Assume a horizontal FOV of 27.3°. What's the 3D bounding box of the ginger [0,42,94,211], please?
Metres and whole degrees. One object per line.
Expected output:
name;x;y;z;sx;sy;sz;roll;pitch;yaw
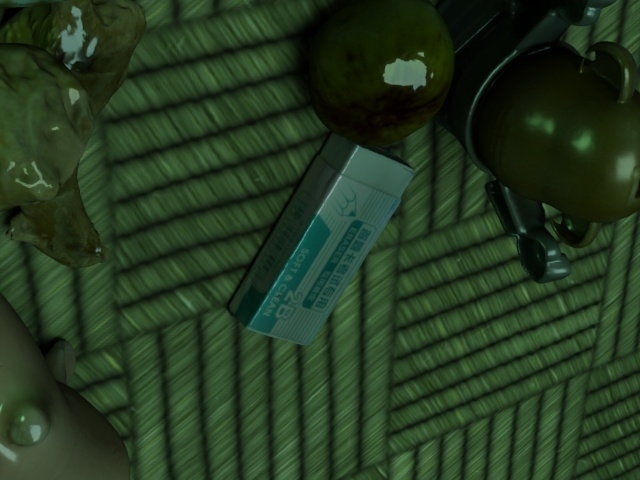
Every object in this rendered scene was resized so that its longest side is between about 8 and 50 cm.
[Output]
ginger;-0.331;-0.047;0.933;0.354;0.190;0.126;-25;157;1

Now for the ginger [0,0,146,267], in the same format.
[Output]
ginger;-0.214;-0.094;1.127;0.131;0.086;0.295;-26;141;-32

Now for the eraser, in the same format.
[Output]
eraser;0.000;0.000;1.364;0.095;0.052;0.225;20;107;-41

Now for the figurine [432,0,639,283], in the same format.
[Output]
figurine;0.216;-0.122;1.274;0.167;0.285;0.342;-33;132;-11

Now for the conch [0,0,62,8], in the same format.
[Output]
conch;-0.226;-0.259;0.826;0.303;0.319;0.215;-15;130;-3

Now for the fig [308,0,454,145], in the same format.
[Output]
fig;0.058;-0.162;1.242;0.153;0.121;0.136;-46;130;10

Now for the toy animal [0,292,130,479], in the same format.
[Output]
toy animal;-0.310;0.156;1.139;0.237;0.269;0.326;-33;102;-14

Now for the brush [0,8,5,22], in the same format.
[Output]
brush;-0.336;-0.126;1.021;0.123;0.059;0.197;14;110;-38
